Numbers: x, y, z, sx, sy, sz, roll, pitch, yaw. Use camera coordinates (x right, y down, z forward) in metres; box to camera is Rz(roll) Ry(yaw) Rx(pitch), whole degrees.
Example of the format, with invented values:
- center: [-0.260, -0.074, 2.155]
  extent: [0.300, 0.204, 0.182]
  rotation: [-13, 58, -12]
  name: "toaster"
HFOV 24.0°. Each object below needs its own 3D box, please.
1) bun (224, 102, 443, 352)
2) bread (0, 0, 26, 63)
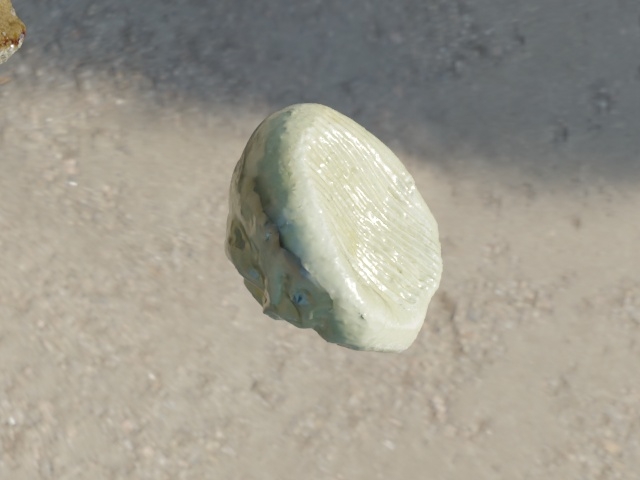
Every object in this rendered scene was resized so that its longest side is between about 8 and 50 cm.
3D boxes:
- center: [0.000, 0.000, 1.291]
  extent: [0.133, 0.231, 0.231]
  rotation: [-25, 105, 30]
  name: "bun"
- center: [-0.497, -0.149, 1.559]
  extent: [0.165, 0.416, 0.113]
  rotation: [-25, 91, -59]
  name: "bread"
